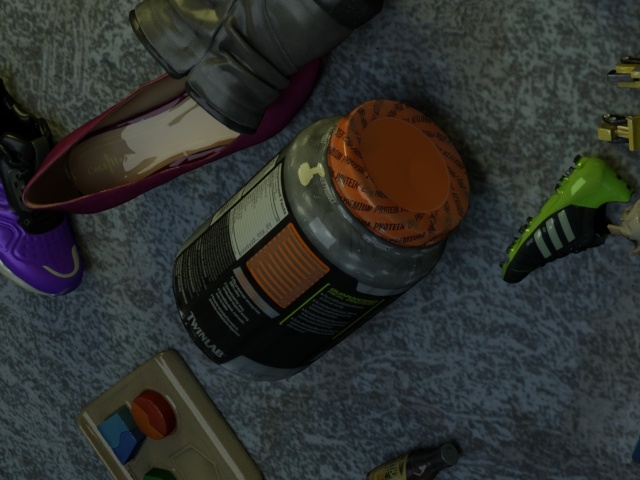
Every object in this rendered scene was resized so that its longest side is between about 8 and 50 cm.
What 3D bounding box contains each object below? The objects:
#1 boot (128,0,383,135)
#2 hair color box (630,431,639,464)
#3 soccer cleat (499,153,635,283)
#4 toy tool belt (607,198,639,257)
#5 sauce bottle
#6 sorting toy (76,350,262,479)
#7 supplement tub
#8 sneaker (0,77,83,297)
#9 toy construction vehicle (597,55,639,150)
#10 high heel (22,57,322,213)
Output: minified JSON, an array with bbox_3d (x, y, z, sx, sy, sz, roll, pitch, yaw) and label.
[{"bbox_3d":[-0.117,-0.286,1.751,0.223,0.118,0.338,-38,81,23],"label":"boot"},{"bbox_3d":[0.470,0.210,1.550,0.347,0.174,0.105,32,129,22],"label":"hair color box"},{"bbox_3d":[0.235,-0.007,1.710,0.072,0.060,0.179,36,132,2],"label":"soccer cleat"},{"bbox_3d":[0.314,-0.001,1.654,0.083,0.052,0.051,32,144,-15],"label":"toy tool belt"},{"bbox_3d":[0.103,0.256,1.970,0.128,0.042,0.042,-33,90,42],"label":"sauce bottle"},{"bbox_3d":[-0.171,0.307,2.220,0.229,0.041,0.307,-36,88,44],"label":"sorting toy"},{"bbox_3d":[0.000,0.000,1.809,0.193,0.193,0.316,54,134,3],"label":"supplement tub"},{"bbox_3d":[-0.364,-0.072,2.131,0.146,0.102,0.293,-30,92,44],"label":"sneaker"},{"bbox_3d":[0.295,-0.121,1.612,0.098,0.035,0.086,12,120,35],"label":"toy construction vehicle"},{"bbox_3d":[-0.158,-0.119,1.882,0.377,0.181,0.127,-32,90,44],"label":"high heel"}]
